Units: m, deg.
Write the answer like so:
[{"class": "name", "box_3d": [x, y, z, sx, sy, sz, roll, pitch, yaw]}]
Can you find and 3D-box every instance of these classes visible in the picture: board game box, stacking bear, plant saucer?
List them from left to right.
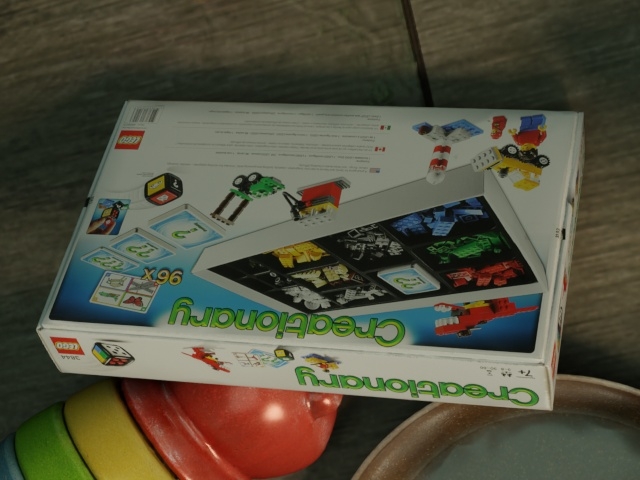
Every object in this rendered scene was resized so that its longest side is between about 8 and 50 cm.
[{"class": "stacking bear", "box_3d": [-0.112, 0.157, 0.963, 0.289, 0.164, 0.175, -40, 41, 1]}, {"class": "board game box", "box_3d": [0.000, 0.000, 0.919, 0.305, 0.053, 0.193, 3, 52, 16]}, {"class": "plant saucer", "box_3d": [0.152, 0.235, 0.952, 0.310, 0.050, 0.311, 1, 93, 15]}]
